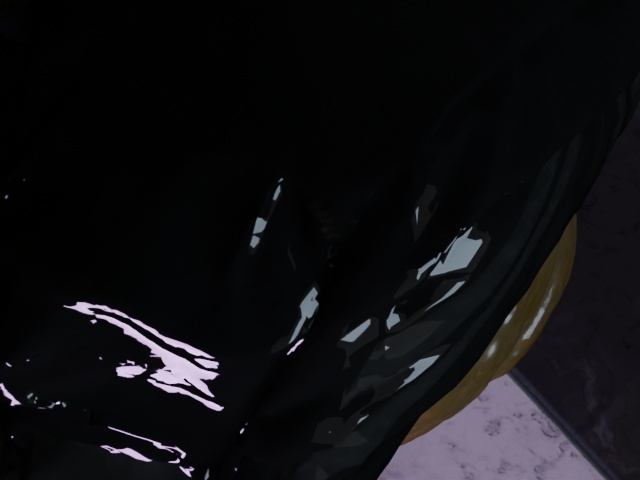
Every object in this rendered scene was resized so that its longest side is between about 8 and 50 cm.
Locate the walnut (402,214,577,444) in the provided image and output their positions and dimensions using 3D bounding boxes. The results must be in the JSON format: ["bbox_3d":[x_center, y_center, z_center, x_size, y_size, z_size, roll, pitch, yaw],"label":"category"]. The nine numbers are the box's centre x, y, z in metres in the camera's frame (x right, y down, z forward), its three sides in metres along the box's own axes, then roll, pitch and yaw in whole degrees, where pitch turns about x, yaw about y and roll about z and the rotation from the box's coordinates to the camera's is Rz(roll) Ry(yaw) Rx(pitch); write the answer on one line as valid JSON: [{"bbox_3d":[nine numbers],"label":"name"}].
[{"bbox_3d":[0.000,0.000,1.166,0.333,0.333,0.333,-43,179,-1],"label":"walnut"}]

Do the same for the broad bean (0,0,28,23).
[{"bbox_3d":[-0.079,-0.103,0.455,0.144,0.049,0.292,-40,179,-6],"label":"broad bean"}]

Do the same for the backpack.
[{"bbox_3d":[-0.047,0.010,0.830,0.363,0.255,0.446,-43,165,-52],"label":"backpack"}]
